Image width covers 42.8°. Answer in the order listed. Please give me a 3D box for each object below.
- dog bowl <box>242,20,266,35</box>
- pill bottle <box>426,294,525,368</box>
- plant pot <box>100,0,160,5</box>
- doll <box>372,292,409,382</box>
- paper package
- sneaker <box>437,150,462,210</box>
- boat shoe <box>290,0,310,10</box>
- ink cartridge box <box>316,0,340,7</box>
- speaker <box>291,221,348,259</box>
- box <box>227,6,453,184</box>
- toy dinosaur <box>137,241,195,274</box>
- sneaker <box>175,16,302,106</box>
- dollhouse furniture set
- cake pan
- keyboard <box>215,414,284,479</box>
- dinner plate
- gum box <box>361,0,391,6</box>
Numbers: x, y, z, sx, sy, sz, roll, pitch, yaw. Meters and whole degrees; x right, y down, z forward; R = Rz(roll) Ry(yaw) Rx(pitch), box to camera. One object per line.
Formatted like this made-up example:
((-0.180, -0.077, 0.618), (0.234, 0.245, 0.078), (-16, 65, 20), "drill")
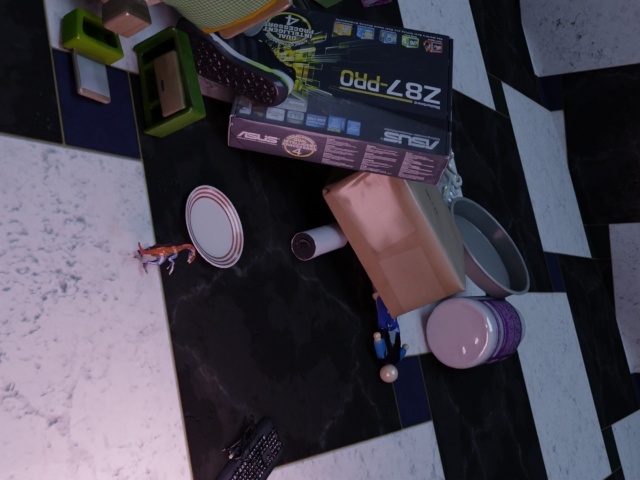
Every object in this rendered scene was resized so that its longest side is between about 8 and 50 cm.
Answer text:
((-0.153, -0.537, 1.414), (0.349, 0.102, 0.349), (9, 90, -81), "dog bowl")
((0.392, 0.219, 1.991), (0.301, 0.169, 0.169), (4, 71, -57), "pill bottle")
((-0.304, -0.490, 1.202), (0.256, 0.256, 0.274), (-62, 144, -50), "plant pot")
((0.146, 0.207, 1.721), (0.129, 0.046, 0.189), (33, 48, -46), "doll")
((0.163, -0.055, 1.709), (0.325, 0.168, 0.309), (60, 19, -17), "paper package")
((0.322, -0.127, 2.129), (0.087, 0.092, 0.229), (1, 75, -60), "sneaker")
((-0.122, -0.558, 1.637), (0.302, 0.091, 0.114), (54, 35, -28), "boat shoe")
((-0.025, -0.647, 1.836), (0.219, 0.092, 0.160), (12, 65, -56), "ink cartridge box")
((0.000, 0.000, 1.583), (0.136, 0.055, 0.055), (-18, 91, -60), "speaker")
((0.046, -0.281, 1.525), (0.097, 0.395, 0.318), (105, -6, -56), "box")
((-0.223, 0.021, 1.200), (0.082, 0.090, 0.047), (-20, 79, -16), "toy dinosaur")
((-0.141, -0.315, 1.415), (0.234, 0.084, 0.097), (34, 48, 0), "sneaker")
((-0.195, -0.290, 1.175), (0.197, 0.301, 0.151), (14, 60, -58), "dollhouse furniture set")
((0.407, 0.023, 2.037), (0.293, 0.054, 0.293), (34, 34, -27), "cake pan")
((-0.106, 0.343, 1.256), (0.100, 0.038, 0.192), (64, 31, -14), "keyboard")
((-0.178, -0.022, 1.347), (0.141, 0.017, 0.141), (33, 49, -48), "dinner plate")
((0.156, -0.691, 2.179), (0.188, 0.062, 0.107), (-36, 106, -58), "gum box")
